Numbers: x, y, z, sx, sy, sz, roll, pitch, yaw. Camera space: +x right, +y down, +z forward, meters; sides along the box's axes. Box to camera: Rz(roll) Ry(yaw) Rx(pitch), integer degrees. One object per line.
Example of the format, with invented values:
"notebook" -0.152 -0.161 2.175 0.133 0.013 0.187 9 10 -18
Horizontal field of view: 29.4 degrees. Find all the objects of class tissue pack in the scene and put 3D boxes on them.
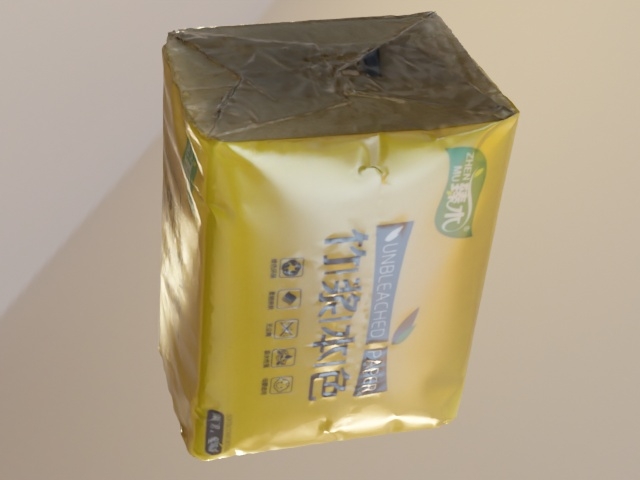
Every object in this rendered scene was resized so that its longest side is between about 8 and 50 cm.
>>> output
"tissue pack" 0.000 0.000 1.170 0.293 0.382 0.228 -6 -143 -16
